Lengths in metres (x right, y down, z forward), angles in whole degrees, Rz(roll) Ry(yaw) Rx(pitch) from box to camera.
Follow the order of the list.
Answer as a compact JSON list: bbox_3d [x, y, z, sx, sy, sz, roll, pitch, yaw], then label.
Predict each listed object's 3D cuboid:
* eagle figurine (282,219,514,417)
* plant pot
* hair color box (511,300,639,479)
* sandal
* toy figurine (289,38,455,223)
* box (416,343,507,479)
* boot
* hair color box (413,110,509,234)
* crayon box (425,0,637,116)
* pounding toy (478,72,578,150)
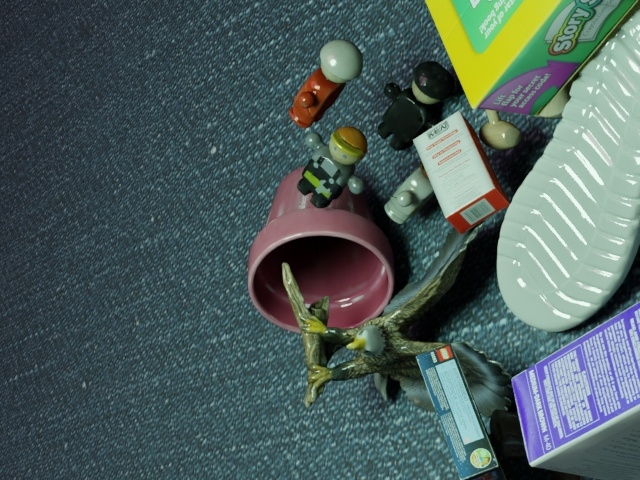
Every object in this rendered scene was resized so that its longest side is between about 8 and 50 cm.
[{"bbox_3d":[0.108,0.116,1.734,0.298,0.226,0.225,-17,25,23],"label":"eagle figurine"},{"bbox_3d":[0.000,0.000,1.911,0.201,0.201,0.180,-46,30,35],"label":"plant pot"},{"bbox_3d":[0.371,0.123,1.348,0.339,0.185,0.110,-37,49,41],"label":"hair color box"},{"bbox_3d":[0.327,-0.070,1.554,0.169,0.102,0.416,44,129,35],"label":"sandal"},{"bbox_3d":[0.075,-0.143,1.814,0.148,0.213,0.209,128,148,-46],"label":"toy figurine"},{"bbox_3d":[0.174,0.241,1.559,0.044,0.233,0.159,-22,53,4],"label":"box"},{"bbox_3d":[0.238,0.244,1.549,0.037,0.114,0.106,-37,52,38],"label":"boot"},{"bbox_3d":[0.168,-0.083,1.669,0.072,0.043,0.141,-32,47,16],"label":"hair color box"},{"bbox_3d":[0.242,-0.369,1.490,0.363,0.106,0.313,-53,46,43],"label":"crayon box"},{"bbox_3d":[0.271,-0.223,1.631,0.154,0.155,0.269,34,108,56],"label":"pounding toy"}]
